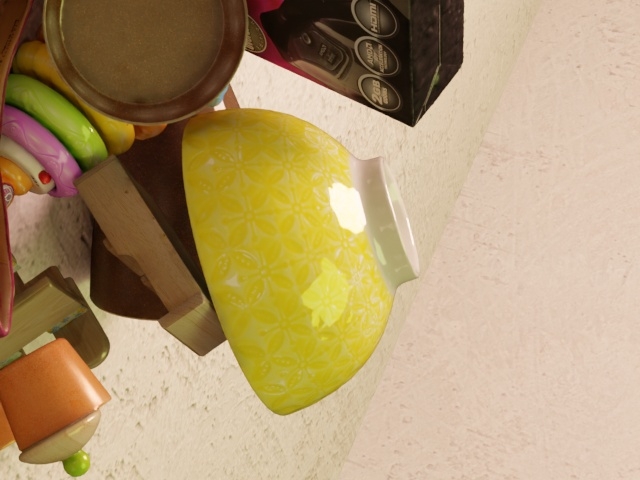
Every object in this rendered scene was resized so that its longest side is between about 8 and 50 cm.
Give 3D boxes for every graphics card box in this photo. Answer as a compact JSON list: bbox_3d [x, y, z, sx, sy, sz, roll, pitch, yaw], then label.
[{"bbox_3d":[-0.055,-0.263,1.053,0.094,0.371,0.232,-53,157,-26],"label":"graphics card box"}]

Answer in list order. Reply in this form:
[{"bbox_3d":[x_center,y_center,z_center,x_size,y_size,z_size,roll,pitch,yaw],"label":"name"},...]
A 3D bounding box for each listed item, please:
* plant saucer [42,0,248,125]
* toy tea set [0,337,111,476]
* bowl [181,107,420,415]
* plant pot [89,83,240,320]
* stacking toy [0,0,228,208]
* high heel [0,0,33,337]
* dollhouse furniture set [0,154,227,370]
[{"bbox_3d":[-0.144,-0.179,1.023,0.029,0.168,0.168,-154,-100,-70],"label":"plant saucer"},{"bbox_3d":[-0.282,0.193,0.952,0.200,0.124,0.336,-30,-179,-43],"label":"toy tea set"},{"bbox_3d":[0.000,0.000,1.128,0.289,0.156,0.289,-18,90,-81],"label":"bowl"},{"bbox_3d":[-0.147,-0.059,1.313,0.215,0.215,0.230,-38,129,-61],"label":"plant pot"},{"bbox_3d":[-0.233,-0.104,1.089,0.302,0.166,0.175,-52,154,-21],"label":"stacking toy"},{"bbox_3d":[-0.241,-0.111,0.946,0.127,0.181,0.377,42,67,-71],"label":"high heel"},{"bbox_3d":[-0.222,0.070,1.064,0.242,0.161,0.212,-35,159,-1],"label":"dollhouse furniture set"}]
